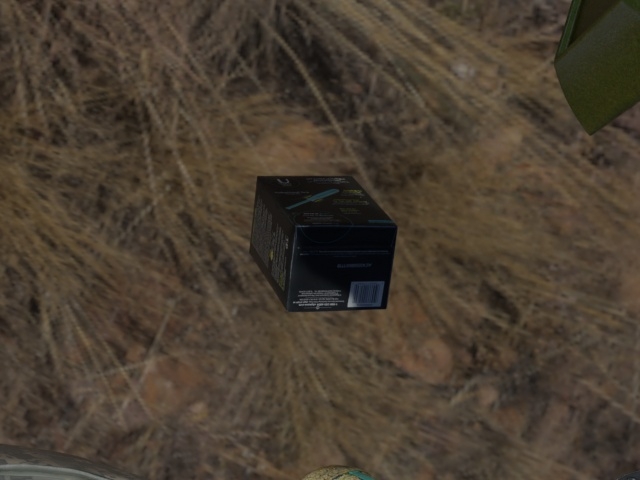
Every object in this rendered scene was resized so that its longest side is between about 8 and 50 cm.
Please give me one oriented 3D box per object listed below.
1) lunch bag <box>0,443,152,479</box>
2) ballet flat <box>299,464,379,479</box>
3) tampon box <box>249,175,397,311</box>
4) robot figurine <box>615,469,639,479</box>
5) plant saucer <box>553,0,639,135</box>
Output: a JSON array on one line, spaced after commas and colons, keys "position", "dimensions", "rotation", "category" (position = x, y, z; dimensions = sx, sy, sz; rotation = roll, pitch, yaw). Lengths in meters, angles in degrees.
[{"position": [-0.226, 0.240, 0.930], "dimensions": [0.287, 0.235, 0.168], "rotation": [9, 80, -36], "category": "lunch bag"}, {"position": [0.026, 0.329, 0.816], "dimensions": [0.123, 0.123, 0.348], "rotation": [-4, 97, -49], "category": "ballet flat"}, {"position": [0.000, 0.000, 1.354], "dimensions": [0.120, 0.161, 0.101], "rotation": [0, 113, -18], "category": "tampon box"}, {"position": [0.343, 0.295, 0.946], "dimensions": [0.085, 0.291, 0.211], "rotation": [93, 14, -55], "category": "robot figurine"}, {"position": [0.197, -0.176, 0.730], "dimensions": [0.188, 0.045, 0.188], "rotation": [129, -20, -79], "category": "plant saucer"}]
